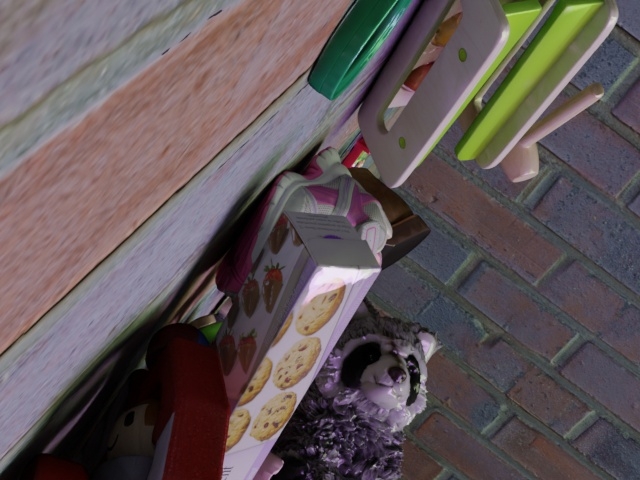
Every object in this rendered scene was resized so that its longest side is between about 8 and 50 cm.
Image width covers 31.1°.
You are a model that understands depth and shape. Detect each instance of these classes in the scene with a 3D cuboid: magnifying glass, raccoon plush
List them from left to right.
[{"bbox_3d":[-0.020,0.247,1.648,0.446,0.216,0.299,-11,-125,48],"label":"raccoon plush"},{"bbox_3d":[0.061,-0.178,0.693,0.231,0.026,0.092,-52,178,32],"label":"magnifying glass"}]

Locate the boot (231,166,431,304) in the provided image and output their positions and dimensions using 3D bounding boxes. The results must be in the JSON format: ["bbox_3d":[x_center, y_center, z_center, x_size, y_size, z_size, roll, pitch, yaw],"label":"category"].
[{"bbox_3d":[-0.008,-0.001,1.272,0.305,0.115,0.112,-22,162,-49],"label":"boot"}]

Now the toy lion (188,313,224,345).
[{"bbox_3d":[-0.074,0.076,1.006,0.096,0.034,0.100,-19,174,-28],"label":"toy lion"}]

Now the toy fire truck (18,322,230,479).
[{"bbox_3d":[-0.146,0.193,0.842,0.302,0.169,0.254,-55,-158,38],"label":"toy fire truck"}]

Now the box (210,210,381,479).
[{"bbox_3d":[-0.059,0.119,0.910,0.067,0.063,0.324,6,127,-37],"label":"box"}]

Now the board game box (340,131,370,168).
[{"bbox_3d":[0.040,-0.090,1.495,0.133,0.033,0.169,-52,178,-25],"label":"board game box"}]

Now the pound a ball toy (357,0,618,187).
[{"bbox_3d":[0.168,-0.171,1.110,0.208,0.136,0.319,-12,159,-24],"label":"pound a ball toy"}]

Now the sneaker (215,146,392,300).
[{"bbox_3d":[0.000,0.000,0.996,0.103,0.111,0.252,-54,174,30],"label":"sneaker"}]

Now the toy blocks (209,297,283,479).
[{"bbox_3d":[-0.106,0.277,1.288,0.309,0.260,0.288,-51,177,-35],"label":"toy blocks"}]
